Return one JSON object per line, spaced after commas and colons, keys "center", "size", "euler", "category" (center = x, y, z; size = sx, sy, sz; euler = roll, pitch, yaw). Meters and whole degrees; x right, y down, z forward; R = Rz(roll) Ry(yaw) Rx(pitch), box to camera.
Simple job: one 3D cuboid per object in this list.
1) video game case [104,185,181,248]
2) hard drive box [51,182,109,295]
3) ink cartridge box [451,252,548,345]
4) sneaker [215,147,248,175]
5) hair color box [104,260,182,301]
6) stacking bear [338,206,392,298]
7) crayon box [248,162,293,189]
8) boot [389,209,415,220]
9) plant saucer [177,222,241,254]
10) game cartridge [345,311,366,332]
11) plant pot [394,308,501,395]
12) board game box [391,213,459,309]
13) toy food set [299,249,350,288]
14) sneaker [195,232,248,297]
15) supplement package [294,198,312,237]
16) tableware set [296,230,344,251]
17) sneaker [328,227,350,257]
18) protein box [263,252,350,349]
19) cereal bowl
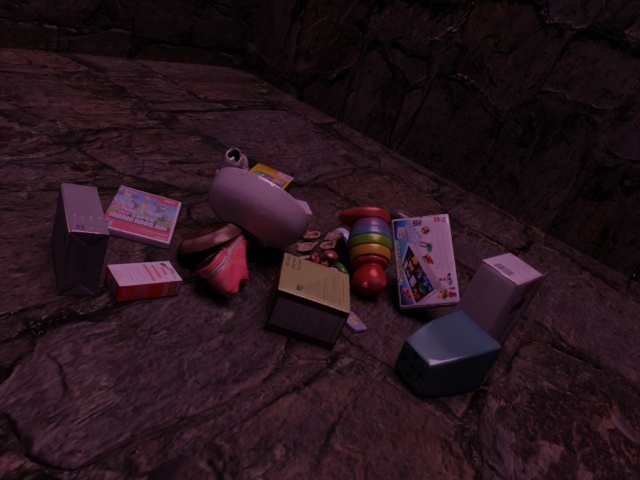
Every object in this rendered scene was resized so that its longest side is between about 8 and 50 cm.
{"center": [-0.552, -0.077, 1.679], "size": [0.203, 0.025, 0.285], "euler": [16, 26, -15], "category": "video game case"}
{"center": [-0.594, -0.006, 1.321], "size": [0.089, 0.181, 0.232], "euler": [5, 31, -34], "category": "hard drive box"}
{"center": [0.544, 0.205, 1.696], "size": [0.271, 0.310, 0.130], "euler": [-7, 38, -48], "category": "ink cartridge box"}
{"center": [-0.347, -0.333, 2.238], "size": [0.099, 0.121, 0.262], "euler": [23, 25, -2], "category": "sneaker"}
{"center": [-0.451, 0.102, 1.376], "size": [0.167, 0.054, 0.093], "euler": [-4, 35, -41], "category": "hair color box"}
{"center": [0.161, 0.049, 1.805], "size": [0.175, 0.164, 0.289], "euler": [38, 45, -48], "category": "stacking bear"}
{"center": [-0.224, -0.209, 2.143], "size": [0.165, 0.081, 0.278], "euler": [24, 25, 2], "category": "crayon box"}
{"center": [0.389, -0.045, 2.357], "size": [0.189, 0.076, 0.209], "euler": [19, 32, -3], "category": "boot"}
{"center": [-0.331, -0.012, 1.583], "size": [0.198, 0.036, 0.199], "euler": [-18, 14, 4], "category": "plant saucer"}
{"center": [0.094, 0.241, 1.599], "size": [0.055, 0.017, 0.083], "euler": [-4, 35, -37], "category": "game cartridge"}
{"center": [0.333, 0.319, 1.478], "size": [0.234, 0.166, 0.165], "euler": [-6, 37, -35], "category": "plant pot"}
{"center": [0.344, 0.071, 1.786], "size": [0.192, 0.306, 0.053], "euler": [-5, -18, 8], "category": "board game box"}
{"center": [0.026, 0.083, 1.787], "size": [0.128, 0.071, 0.218], "euler": [2, 32, -38], "category": "toy food set"}
{"center": [-0.262, 0.078, 1.558], "size": [0.136, 0.115, 0.314], "euler": [55, 13, -10], "category": "sneaker"}
{"center": [-0.138, -0.094, 1.960], "size": [0.179, 0.105, 0.105], "euler": [12, 27, -24], "category": "supplement package"}
{"center": [0.000, 0.000, 1.902], "size": [0.168, 0.020, 0.141], "euler": [-1, 28, 17], "category": "tableware set"}
{"center": [0.132, 0.043, 1.960], "size": [0.237, 0.085, 0.086], "euler": [34, 53, 15], "category": "sneaker"}
{"center": [-0.036, 0.166, 1.496], "size": [0.201, 0.136, 0.200], "euler": [19, 26, -8], "category": "protein box"}
{"center": [-0.213, -0.076, 1.704], "size": [0.338, 0.339, 0.141], "euler": [24, 69, 10], "category": "cereal bowl"}
